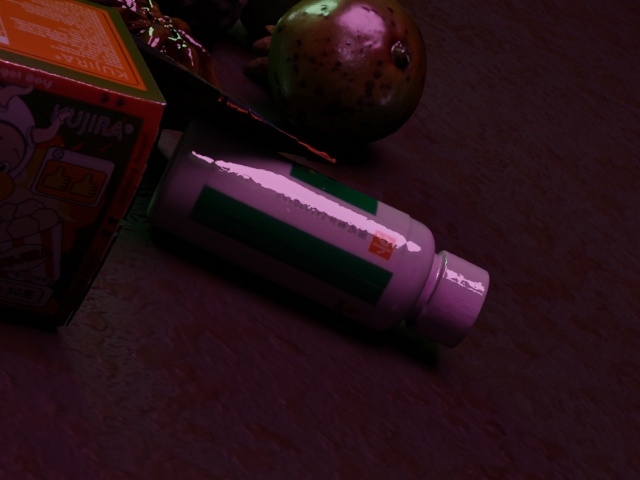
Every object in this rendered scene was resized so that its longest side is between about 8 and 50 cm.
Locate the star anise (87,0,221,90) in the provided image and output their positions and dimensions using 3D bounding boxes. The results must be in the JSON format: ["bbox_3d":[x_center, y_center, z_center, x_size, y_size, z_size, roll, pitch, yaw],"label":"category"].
[{"bbox_3d":[-0.158,-0.185,1.505,0.168,0.057,0.168,23,24,-11],"label":"star anise"}]

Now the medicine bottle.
[{"bbox_3d":[0.000,0.000,1.253,0.260,0.095,0.095,26,23,-7],"label":"medicine bottle"}]

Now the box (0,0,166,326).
[{"bbox_3d":[-0.229,-0.066,1.023,0.195,0.177,0.148,14,26,-31],"label":"box"}]

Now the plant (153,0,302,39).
[{"bbox_3d":[-0.069,-0.274,1.680,0.275,0.149,0.146,9,36,-32],"label":"plant"}]

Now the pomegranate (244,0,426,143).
[{"bbox_3d":[0.009,-0.170,1.572,0.159,0.159,0.205,5,6,-43],"label":"pomegranate"}]

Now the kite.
[{"bbox_3d":[-0.090,-0.101,1.251,0.234,0.016,0.321,20,-6,-3],"label":"kite"}]
